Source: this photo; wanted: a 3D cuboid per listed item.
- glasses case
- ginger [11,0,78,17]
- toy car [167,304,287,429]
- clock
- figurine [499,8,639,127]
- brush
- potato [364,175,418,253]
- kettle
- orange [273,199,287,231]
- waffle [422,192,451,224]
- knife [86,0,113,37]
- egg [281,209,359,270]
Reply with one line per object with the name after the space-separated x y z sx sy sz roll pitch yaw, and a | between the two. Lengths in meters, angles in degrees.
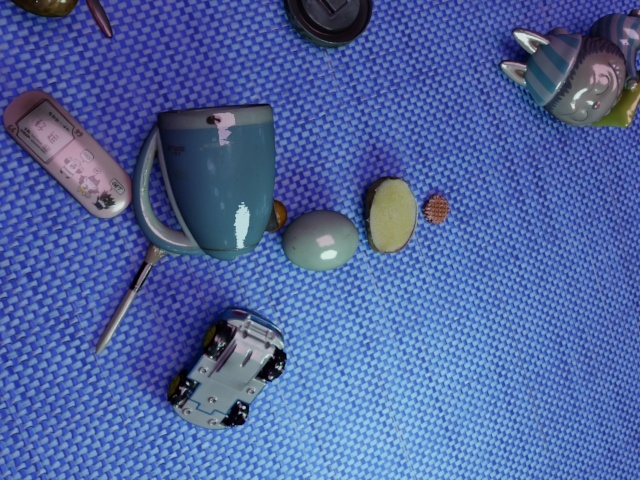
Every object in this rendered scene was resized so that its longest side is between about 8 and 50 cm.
-0.531 -0.179 1.462 0.122 0.075 0.314 -47 109 -17 | glasses case
-0.592 -0.586 1.374 0.165 0.172 0.321 -33 91 8 | ginger
-0.220 0.293 1.584 0.198 0.166 0.314 28 111 -20 | toy car
0.018 -0.581 1.674 0.226 0.049 0.226 3 81 -22 | clock
0.700 -0.520 1.881 0.377 0.266 0.361 23 78 -23 | figurine
-0.431 0.123 1.549 0.042 0.039 0.299 32 84 -18 | brush
0.165 -0.066 1.770 0.164 0.081 0.200 -3 97 -31 | potato
-0.253 -0.120 1.518 0.319 0.247 0.342 -5 104 -5 | kettle
-0.118 -0.059 1.648 0.085 0.085 0.085 -1 94 -23 | orange
0.316 -0.084 1.860 0.075 0.029 0.083 43 74 -20 | waffle
-0.506 -0.557 1.483 0.035 0.018 0.247 -26 102 -17 | knife
0.000 0.000 1.662 0.192 0.149 0.149 -4 95 -18 | egg
